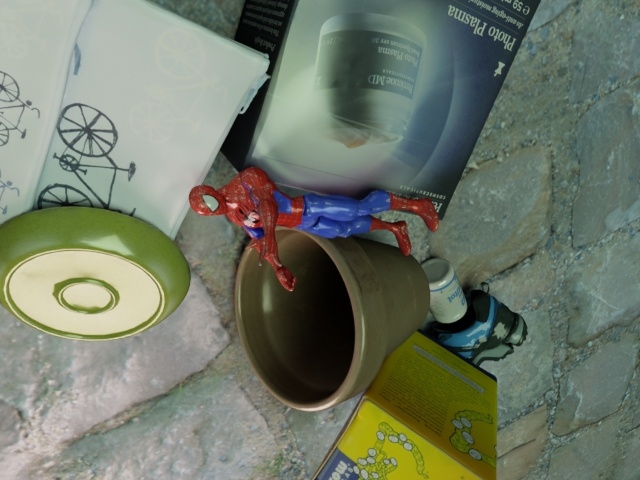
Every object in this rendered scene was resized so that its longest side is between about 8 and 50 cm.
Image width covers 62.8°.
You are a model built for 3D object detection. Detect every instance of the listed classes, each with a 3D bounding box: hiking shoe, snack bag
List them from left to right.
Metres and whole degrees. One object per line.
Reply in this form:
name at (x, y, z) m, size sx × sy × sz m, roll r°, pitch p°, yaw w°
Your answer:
snack bag at (-0.265, -0.116, 0.517) m, size 0.343 × 0.037 × 0.323 m, roll 20°, pitch 129°, yaw -23°
hiking shoe at (0.251, 0.221, 1.032) m, size 0.132 × 0.113 × 0.304 m, roll 42°, pitch 100°, yaw -6°

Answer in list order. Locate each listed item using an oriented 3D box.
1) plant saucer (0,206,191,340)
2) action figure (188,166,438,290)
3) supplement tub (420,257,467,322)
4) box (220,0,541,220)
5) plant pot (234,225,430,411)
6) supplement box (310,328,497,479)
plant saucer at (-0.283, 0.058, 0.644) m, size 0.241 × 0.037 × 0.241 m, roll -6°, pitch 138°, yaw -5°
action figure at (0.000, 0.000, 0.560) m, size 0.280 × 0.139 × 0.091 m, roll 9°, pitch 144°, yaw -24°
supplement tub at (0.219, 0.090, 0.948) m, size 0.071 × 0.071 × 0.107 m, roll -35°, pitch 126°, yaw -6°
box at (0.055, -0.207, 0.643) m, size 0.296 × 0.183 × 0.294 m, roll 9°, pitch 112°, yaw -29°
plant pot at (0.038, 0.089, 0.773) m, size 0.229 × 0.263 × 0.263 m, roll -9°, pitch 120°, yaw -42°
supplement box at (0.146, 0.304, 0.832) m, size 0.194 × 0.195 × 0.356 m, roll -62°, pitch 167°, yaw 16°
